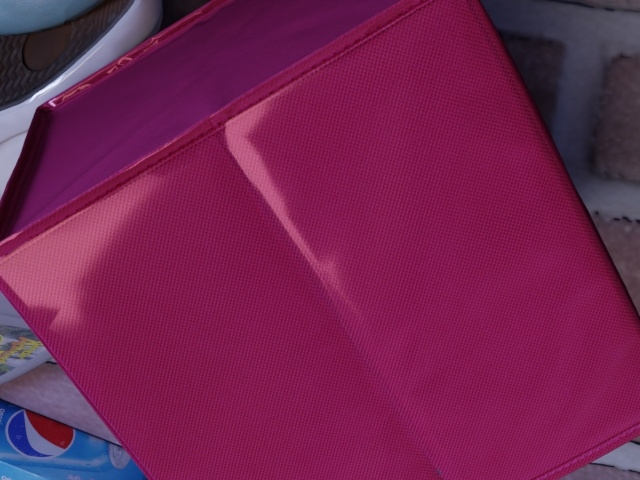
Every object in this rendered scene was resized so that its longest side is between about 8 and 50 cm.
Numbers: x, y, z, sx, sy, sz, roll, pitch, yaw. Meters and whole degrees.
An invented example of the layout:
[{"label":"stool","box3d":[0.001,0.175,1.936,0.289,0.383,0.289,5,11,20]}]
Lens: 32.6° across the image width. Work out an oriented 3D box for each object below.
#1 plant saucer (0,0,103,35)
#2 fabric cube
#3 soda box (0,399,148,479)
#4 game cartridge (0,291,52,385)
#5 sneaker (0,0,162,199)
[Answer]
[{"label":"plant saucer","box3d":[-0.230,-0.272,0.645,0.318,0.043,0.317,9,118,18]},{"label":"fabric cube","box3d":[0.000,0.000,0.621,0.259,0.254,0.258,-30,114,6]},{"label":"soda box","box3d":[-0.267,0.211,1.017,0.210,0.067,0.071,20,127,3]},{"label":"game cartridge","box3d":[-0.308,0.066,0.874,0.294,0.060,0.196,-29,153,36]},{"label":"sneaker","box3d":[-0.202,-0.091,0.787,0.290,0.106,0.123,-32,145,24]}]
